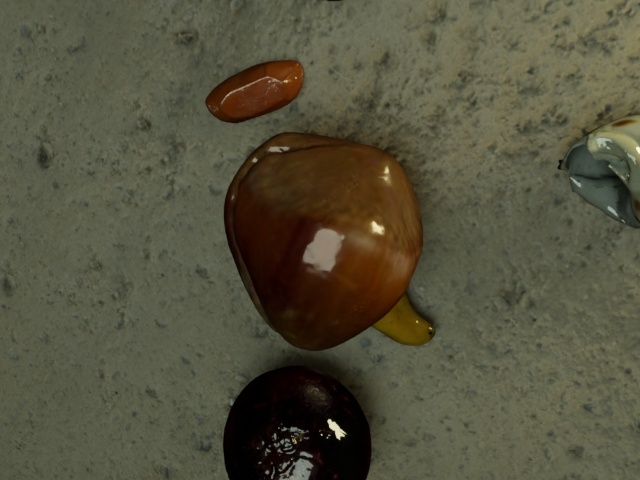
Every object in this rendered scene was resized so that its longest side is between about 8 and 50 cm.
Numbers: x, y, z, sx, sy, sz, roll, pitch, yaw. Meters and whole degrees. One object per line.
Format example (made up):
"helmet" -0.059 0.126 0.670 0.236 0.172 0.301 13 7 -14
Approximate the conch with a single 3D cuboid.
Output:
"conch" 0.509 -0.096 1.074 0.275 0.183 0.149 43 77 -13

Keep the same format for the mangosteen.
"mangosteen" -0.035 0.392 1.371 0.297 0.293 0.297 -14 66 36

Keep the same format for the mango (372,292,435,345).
"mango" 0.125 0.127 1.319 0.190 0.075 0.098 42 125 -9

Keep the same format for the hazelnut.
"hazelnut" 0.000 0.000 1.177 0.315 0.372 0.372 8 118 -27

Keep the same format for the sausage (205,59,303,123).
"sausage" -0.114 -0.257 1.242 0.179 0.089 0.089 -21 103 13
